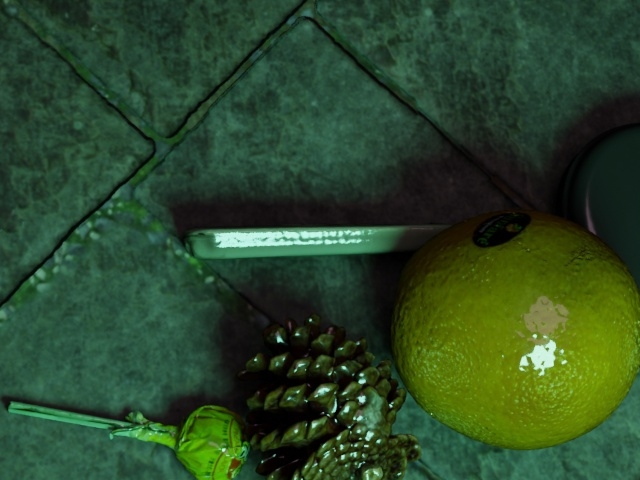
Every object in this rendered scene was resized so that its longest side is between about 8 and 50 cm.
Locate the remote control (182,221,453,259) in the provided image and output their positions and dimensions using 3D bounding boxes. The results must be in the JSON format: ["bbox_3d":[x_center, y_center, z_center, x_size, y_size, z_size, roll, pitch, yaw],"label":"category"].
[{"bbox_3d":[0.000,-0.001,1.797,0.310,0.090,0.038,-1,88,-13],"label":"remote control"}]

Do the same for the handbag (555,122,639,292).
[{"bbox_3d":[0.409,0.009,1.890,0.254,0.093,0.308,-14,78,-18],"label":"handbag"}]

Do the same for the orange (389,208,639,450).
[{"bbox_3d":[0.212,0.096,1.728,0.274,0.274,0.274,4,73,-13],"label":"orange"}]

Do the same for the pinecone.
[{"bbox_3d":[0.002,0.176,1.698,0.169,0.185,0.212,-23,61,19],"label":"pinecone"}]

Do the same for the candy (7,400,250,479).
[{"bbox_3d":[-0.204,0.201,1.709,0.262,0.073,0.077,11,53,-3],"label":"candy"}]
